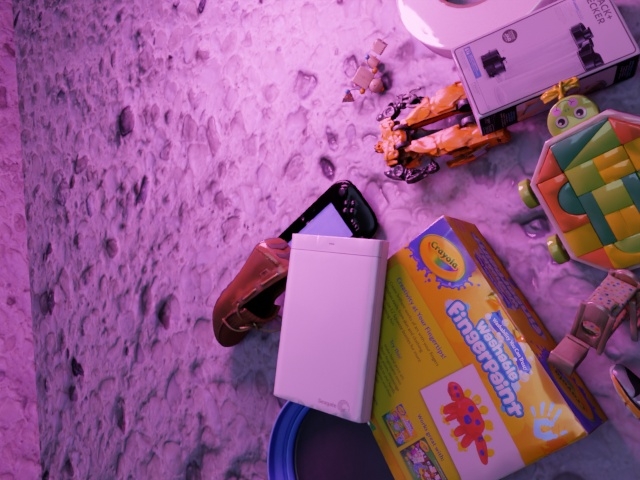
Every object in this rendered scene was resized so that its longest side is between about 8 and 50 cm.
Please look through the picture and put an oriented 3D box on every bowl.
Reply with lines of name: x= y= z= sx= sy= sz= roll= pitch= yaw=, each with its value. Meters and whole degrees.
bowl: x=0.046 y=0.521 z=1.281 sx=0.391 sy=0.077 sz=0.391 roll=-6 pitch=80 yaw=36

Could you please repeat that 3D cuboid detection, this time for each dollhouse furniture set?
dollhouse furniture set: x=0.494 y=0.155 z=0.907 sx=0.161 sy=0.182 sz=0.101 roll=32 pitch=142 yaw=35

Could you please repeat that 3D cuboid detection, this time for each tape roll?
tape roll: x=0.343 y=-0.586 z=1.212 sx=0.391 sy=0.072 sz=0.392 roll=-5 pitch=81 yaw=36

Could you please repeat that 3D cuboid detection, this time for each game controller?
game controller: x=0.000 y=0.000 z=1.396 sx=0.319 sy=0.067 sz=0.167 roll=-43 pitch=60 yaw=26

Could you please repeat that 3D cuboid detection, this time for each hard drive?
hard drive: x=0.017 y=0.168 z=1.167 sx=0.233 sy=0.047 sz=0.353 roll=5 pitch=88 yaw=39

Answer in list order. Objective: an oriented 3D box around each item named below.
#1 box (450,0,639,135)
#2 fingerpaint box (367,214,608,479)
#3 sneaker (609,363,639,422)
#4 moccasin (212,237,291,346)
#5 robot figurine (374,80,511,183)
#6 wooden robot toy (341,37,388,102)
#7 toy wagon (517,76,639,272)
box: x=0.413 y=-0.337 z=1.061 sx=0.289 sy=0.087 sz=0.169 roll=-20 pitch=71 yaw=16
fingerpaint box: x=0.250 y=0.241 z=1.108 sx=0.371 sy=0.163 sz=0.445 roll=-42 pitch=61 yaw=26
sneaker: x=0.566 y=0.280 z=0.917 sx=0.215 sy=0.084 sz=0.083 roll=48 pitch=110 yaw=21
moccasin: x=-0.163 y=0.161 z=1.437 sx=0.380 sy=0.139 sz=0.147 roll=-50 pitch=60 yaw=31
robot figurine: x=0.251 y=-0.237 z=1.224 sx=0.291 sy=0.085 sz=0.211 roll=-15 pitch=74 yaw=35
wooden robot toy: x=0.124 y=-0.393 z=1.372 sx=0.079 sy=0.076 sz=0.173 roll=32 pitch=106 yaw=0
toy wagon: x=0.480 y=-0.114 z=0.970 sx=0.267 sy=0.068 sz=0.344 roll=-28 pitch=93 yaw=35
